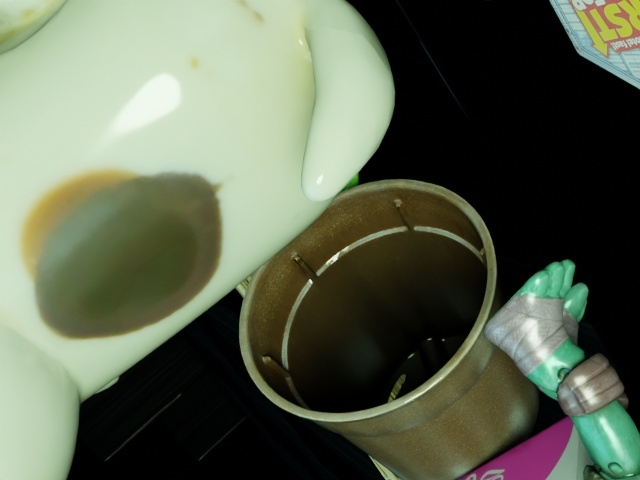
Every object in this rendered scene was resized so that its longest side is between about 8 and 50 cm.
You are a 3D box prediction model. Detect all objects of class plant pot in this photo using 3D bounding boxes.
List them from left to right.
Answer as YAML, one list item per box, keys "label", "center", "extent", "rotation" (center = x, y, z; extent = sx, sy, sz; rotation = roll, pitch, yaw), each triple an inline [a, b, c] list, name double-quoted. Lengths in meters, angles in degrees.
- label: "plant pot"
  center: [0.058, 0.075, 0.695]
  extent: [0.167, 0.167, 0.165]
  rotation: [37, 169, 42]

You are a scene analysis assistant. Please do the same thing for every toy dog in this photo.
- label: "toy dog"
  center: [-0.163, 0.017, 0.623]
  extent: [0.395, 0.408, 0.284]
  rotation: [24, 162, 38]

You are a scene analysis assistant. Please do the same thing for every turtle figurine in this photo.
- label: "turtle figurine"
  center: [0.179, 0.119, 0.518]
  extent: [0.234, 0.118, 0.175]
  rotation: [50, 168, 22]

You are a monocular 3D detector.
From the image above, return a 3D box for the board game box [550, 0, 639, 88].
- label: "board game box"
  center: [0.067, -0.120, 0.307]
  extent: [0.194, 0.060, 0.194]
  rotation: [55, 166, -21]

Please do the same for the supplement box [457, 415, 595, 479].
- label: "supplement box"
  center: [0.183, 0.226, 0.640]
  extent: [0.220, 0.111, 0.114]
  rotation: [43, -147, -13]

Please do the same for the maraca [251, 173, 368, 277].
- label: "maraca"
  center: [0.000, 0.000, 0.794]
  extent: [0.127, 0.099, 0.186]
  rotation: [56, 150, 36]

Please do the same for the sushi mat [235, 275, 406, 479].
- label: "sushi mat"
  center: [-0.001, 0.058, 0.916]
  extent: [0.019, 0.151, 0.317]
  rotation: [-25, 111, 32]
